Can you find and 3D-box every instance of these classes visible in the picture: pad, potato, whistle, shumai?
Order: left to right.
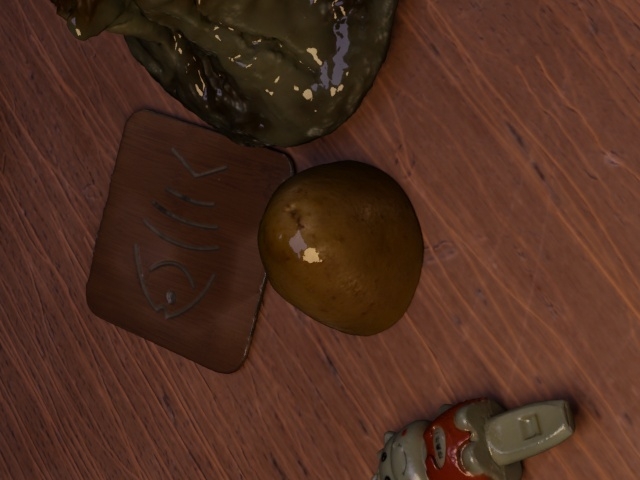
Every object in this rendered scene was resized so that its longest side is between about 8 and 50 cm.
[{"bbox_3d":[-0.172,-0.002,1.613,0.286,0.018,0.284,20,99,36],"label":"pad"},{"bbox_3d":[-0.138,-0.291,1.419,0.397,0.323,0.324,39,108,29],"label":"shumai"},{"bbox_3d":[0.000,0.000,1.410,0.178,0.158,0.203,-9,78,34],"label":"potato"},{"bbox_3d":[0.148,0.220,1.321,0.253,0.106,0.101,-25,90,33],"label":"whistle"}]
